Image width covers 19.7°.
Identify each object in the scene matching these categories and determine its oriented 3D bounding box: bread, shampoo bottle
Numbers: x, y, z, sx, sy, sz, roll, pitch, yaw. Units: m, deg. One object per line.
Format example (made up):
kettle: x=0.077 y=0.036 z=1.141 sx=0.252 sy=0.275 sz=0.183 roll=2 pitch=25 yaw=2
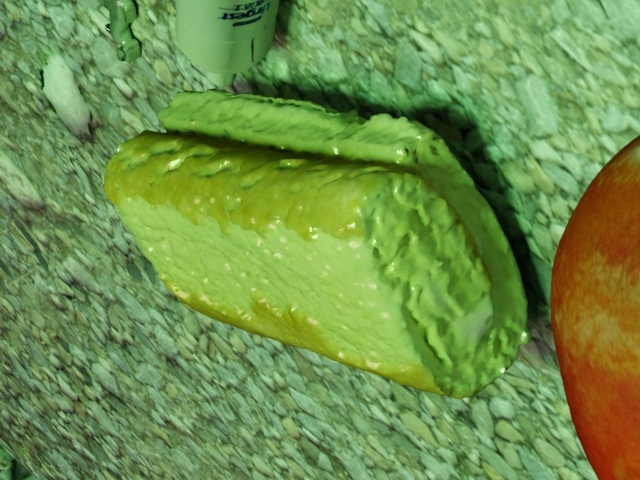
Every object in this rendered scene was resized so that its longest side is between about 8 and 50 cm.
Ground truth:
bread: x=0.000 y=0.000 z=1.588 sx=0.375 sy=0.165 sz=0.236 roll=12 pitch=141 yaw=52
shampoo bottle: x=-0.075 y=-0.233 z=1.530 sx=0.092 sy=0.092 sz=0.303 roll=44 pitch=151 yaw=21

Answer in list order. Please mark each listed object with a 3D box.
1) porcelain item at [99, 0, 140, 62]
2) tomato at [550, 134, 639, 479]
porcelain item: x=-0.212 y=-0.243 z=1.832 sx=0.075 sy=0.021 sz=0.136 roll=41 pitch=151 yaw=27
tomato: x=0.295 y=0.058 z=1.045 sx=0.325 sy=0.293 sz=0.290 roll=63 pitch=168 yaw=-26
